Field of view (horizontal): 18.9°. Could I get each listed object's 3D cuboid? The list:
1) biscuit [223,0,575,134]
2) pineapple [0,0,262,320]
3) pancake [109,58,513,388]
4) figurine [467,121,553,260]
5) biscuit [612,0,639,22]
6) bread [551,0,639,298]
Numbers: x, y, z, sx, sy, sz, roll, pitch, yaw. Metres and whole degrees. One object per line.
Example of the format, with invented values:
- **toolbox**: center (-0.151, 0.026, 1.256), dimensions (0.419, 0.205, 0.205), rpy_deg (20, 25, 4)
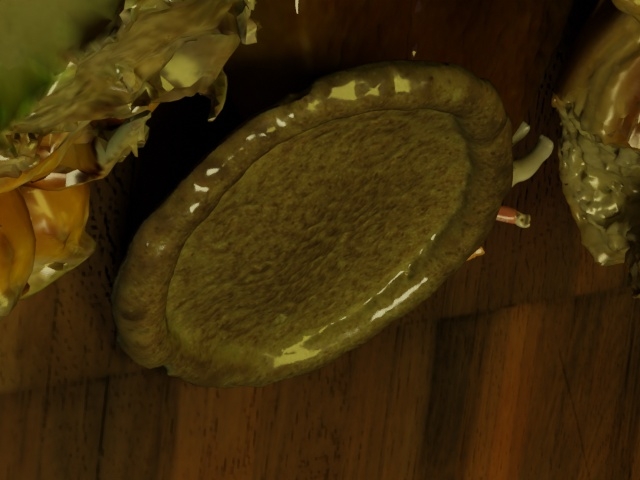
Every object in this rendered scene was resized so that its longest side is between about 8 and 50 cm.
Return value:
- **biscuit**: center (0.065, -0.211, 0.862), dimensions (0.350, 0.070, 0.394), rpy_deg (28, 80, -61)
- **pineapple**: center (-0.077, -0.082, 0.539), dimensions (0.209, 0.286, 0.344), rpy_deg (-10, 110, -51)
- **pancake**: center (-0.001, -0.001, 0.810), dimensions (0.199, 0.021, 0.199), rpy_deg (-23, 147, -16)
- **figurine**: center (0.074, -0.020, 0.956), dimensions (0.109, 0.064, 0.047), rpy_deg (-40, 153, -26)
- **biscuit**: center (0.155, -0.190, 0.833), dimensions (0.220, 0.033, 0.220), rpy_deg (10, 74, -38)
- **bread**: center (0.236, -0.085, 1.039), dimensions (0.344, 0.149, 0.195), rpy_deg (-20, 128, -56)
